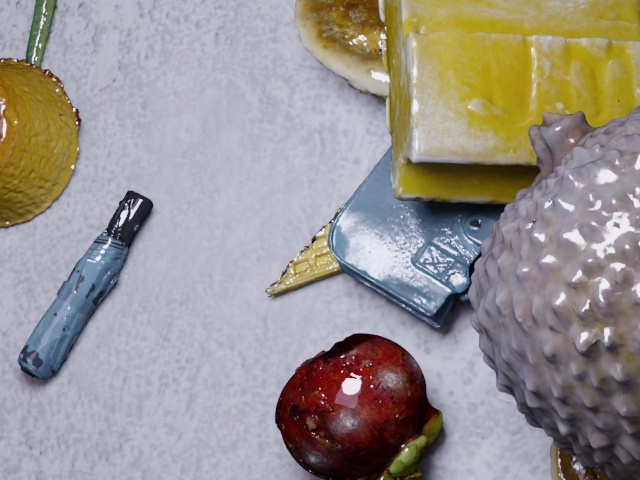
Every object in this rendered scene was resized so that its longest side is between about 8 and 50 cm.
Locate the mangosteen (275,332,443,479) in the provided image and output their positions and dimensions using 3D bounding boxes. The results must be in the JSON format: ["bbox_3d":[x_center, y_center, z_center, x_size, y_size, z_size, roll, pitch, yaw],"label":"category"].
[{"bbox_3d":[0.047,0.191,1.826,0.166,0.166,0.180,-38,90,4],"label":"mangosteen"}]

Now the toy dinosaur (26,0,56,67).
[{"bbox_3d":[-0.385,-0.391,2.224,0.447,0.087,0.301,48,111,31],"label":"toy dinosaur"}]

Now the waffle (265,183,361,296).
[{"bbox_3d":[0.000,0.000,1.970,0.153,0.023,0.097,-20,66,12],"label":"waffle"}]

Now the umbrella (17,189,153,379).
[{"bbox_3d":[-0.273,0.054,2.032,0.053,0.052,0.250,35,83,-19],"label":"umbrella"}]

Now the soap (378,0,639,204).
[{"bbox_3d":[0.212,-0.169,1.829,0.281,0.143,0.259,0,69,-11],"label":"soap"}]

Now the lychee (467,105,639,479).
[{"bbox_3d":[0.334,0.057,1.629,0.380,0.380,0.432,-36,88,5],"label":"lychee"}]

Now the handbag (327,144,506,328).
[{"bbox_3d":[0.133,-0.032,1.896,0.179,0.062,0.229,32,77,24],"label":"handbag"}]

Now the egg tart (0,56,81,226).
[{"bbox_3d":[-0.406,-0.126,2.077,0.215,0.171,0.215,-1,86,11],"label":"egg tart"}]

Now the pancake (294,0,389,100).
[{"bbox_3d":[0.099,-0.271,1.981,0.283,0.049,0.282,-7,53,9],"label":"pancake"}]

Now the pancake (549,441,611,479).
[{"bbox_3d":[0.314,0.225,1.781,0.158,0.028,0.158,-5,70,14],"label":"pancake"}]
